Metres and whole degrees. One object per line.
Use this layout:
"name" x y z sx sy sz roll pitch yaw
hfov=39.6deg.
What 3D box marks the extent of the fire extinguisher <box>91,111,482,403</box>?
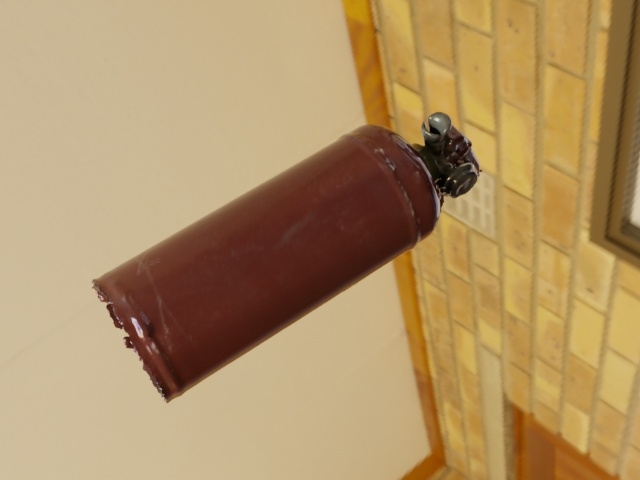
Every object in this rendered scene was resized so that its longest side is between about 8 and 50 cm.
"fire extinguisher" 0.000 0.000 0.692 0.337 0.106 0.147 -30 -23 -16
